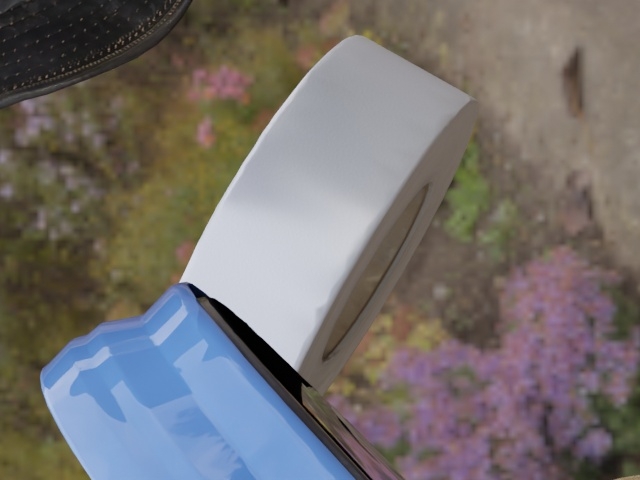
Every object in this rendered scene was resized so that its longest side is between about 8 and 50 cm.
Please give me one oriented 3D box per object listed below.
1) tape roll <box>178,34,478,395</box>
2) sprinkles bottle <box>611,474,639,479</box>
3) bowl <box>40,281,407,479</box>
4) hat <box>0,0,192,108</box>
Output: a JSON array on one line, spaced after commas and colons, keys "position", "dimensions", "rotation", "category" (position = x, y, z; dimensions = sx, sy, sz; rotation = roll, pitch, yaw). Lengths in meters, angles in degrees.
[{"position": [0.000, 0.000, 1.265], "dimensions": [0.286, 0.100, 0.286], "rotation": [-57, -8, -13], "category": "tape roll"}, {"position": [0.217, 0.310, 1.017], "dimensions": [0.121, 0.121, 0.355], "rotation": [-132, 21, -69], "category": "sprinkles bottle"}, {"position": [0.042, 0.169, 0.772], "dimensions": [0.391, 0.077, 0.391], "rotation": [46, 178, 2], "category": "bowl"}, {"position": [-0.188, -0.226, 0.824], "dimensions": [0.134, 0.331, 0.331], "rotation": [67, -162, -72], "category": "hat"}]
